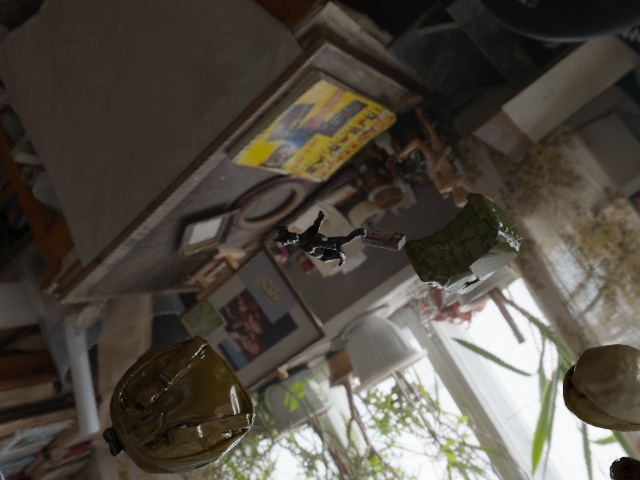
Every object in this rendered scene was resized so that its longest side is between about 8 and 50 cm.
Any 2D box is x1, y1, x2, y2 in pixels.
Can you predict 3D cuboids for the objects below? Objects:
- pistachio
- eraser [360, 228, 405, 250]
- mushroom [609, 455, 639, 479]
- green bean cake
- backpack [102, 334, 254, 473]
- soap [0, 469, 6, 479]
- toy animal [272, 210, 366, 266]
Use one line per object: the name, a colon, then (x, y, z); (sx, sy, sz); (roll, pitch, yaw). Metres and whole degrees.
pistachio: (0.482, 0.239, 1.019); (0.200, 0.145, 0.117); (-6, 131, -48)
eraser: (0.182, -0.003, 1.814); (0.052, 0.122, 0.029); (-48, 138, -41)
mushroom: (0.745, 0.557, 1.234); (0.239, 0.345, 0.345); (16, 151, -5)
green bean cake: (0.351, 0.017, 1.511); (0.236, 0.124, 0.233); (-40, 145, 22)
backpack: (-0.375, 0.435, 1.645); (0.378, 0.353, 0.201); (-10, 144, -45)
soap: (-0.499, 0.378, 0.715); (0.107, 0.285, 0.296); (-25, 179, 40)
toy animal: (0.000, 0.000, 1.517); (0.233, 0.084, 0.148); (21, 157, -40)
